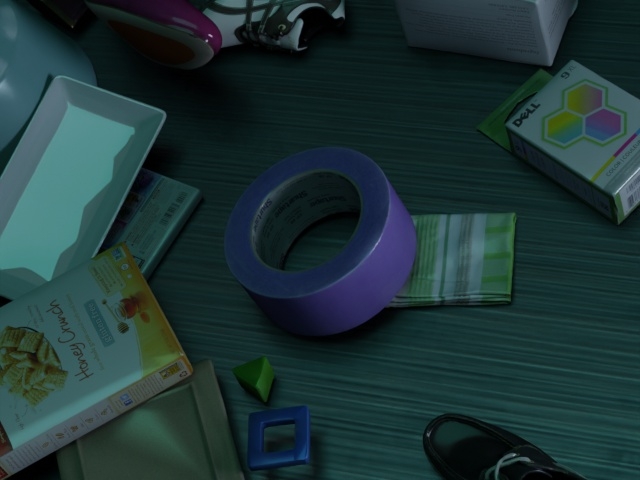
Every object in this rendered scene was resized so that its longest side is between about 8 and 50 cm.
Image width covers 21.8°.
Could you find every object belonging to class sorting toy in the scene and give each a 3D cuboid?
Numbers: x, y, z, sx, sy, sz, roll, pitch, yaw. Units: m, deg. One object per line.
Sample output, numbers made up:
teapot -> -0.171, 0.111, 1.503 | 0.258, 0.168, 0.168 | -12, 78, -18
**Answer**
sorting toy -> -0.173, 0.229, 1.682 | 0.348, 0.047, 0.196 | -20, 50, 2

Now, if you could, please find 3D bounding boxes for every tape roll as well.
tape roll -> 0.000, 0.000, 1.739 | 0.189, 0.080, 0.189 | -14, 52, 19

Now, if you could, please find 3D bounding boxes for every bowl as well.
bowl -> -0.436, -0.184, 1.954 | 0.312, 0.163, 0.311 | -8, 57, 12

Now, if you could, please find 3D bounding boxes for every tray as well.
tray -> -0.290, -0.049, 1.862 | 0.145, 0.030, 0.270 | 21, 71, 12

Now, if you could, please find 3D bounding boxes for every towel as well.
towel -> 0.127, 0.017, 1.743 | 0.152, 0.023, 0.113 | -3, 58, 15

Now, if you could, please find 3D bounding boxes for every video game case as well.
video game case -> -0.230, -0.015, 1.871 | 0.143, 0.019, 0.157 | 21, 67, 27

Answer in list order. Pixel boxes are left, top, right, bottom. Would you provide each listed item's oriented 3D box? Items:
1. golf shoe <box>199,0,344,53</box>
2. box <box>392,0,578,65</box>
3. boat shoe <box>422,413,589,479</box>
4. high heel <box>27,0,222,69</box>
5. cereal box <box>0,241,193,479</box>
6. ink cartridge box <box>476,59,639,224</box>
golf shoe -> -0.064, -0.255, 1.944 | 0.198, 0.077, 0.093 | -24, 63, 8
box -> 0.195, -0.310, 1.876 | 0.182, 0.119, 0.181 | 11, 62, 23
boat shoe -> 0.191, 0.224, 1.559 | 0.233, 0.079, 0.084 | 32, 73, 32
high heel -> -0.205, -0.320, 1.956 | 0.377, 0.127, 0.181 | 25, 77, 44
cereal box -> -0.273, 0.125, 1.729 | 0.240, 0.047, 0.173 | -29, 54, -6
ink cartridge box -> 0.271, -0.119, 1.765 | 0.109, 0.062, 0.209 | -44, 56, -12
